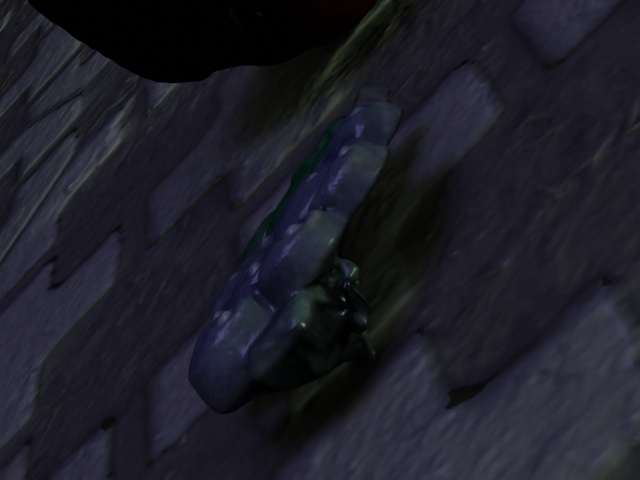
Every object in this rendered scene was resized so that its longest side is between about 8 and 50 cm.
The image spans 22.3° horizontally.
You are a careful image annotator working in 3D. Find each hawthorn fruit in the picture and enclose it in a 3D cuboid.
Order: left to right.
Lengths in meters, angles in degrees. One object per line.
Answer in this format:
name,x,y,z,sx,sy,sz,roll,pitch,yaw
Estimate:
hawthorn fruit,-0.050,-0.199,0.881,0.215,0.215,0.250,-38,14,29

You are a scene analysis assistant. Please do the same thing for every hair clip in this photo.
hair clip,0.001,0.002,0.643,0.124,0.052,0.195,-48,12,19
